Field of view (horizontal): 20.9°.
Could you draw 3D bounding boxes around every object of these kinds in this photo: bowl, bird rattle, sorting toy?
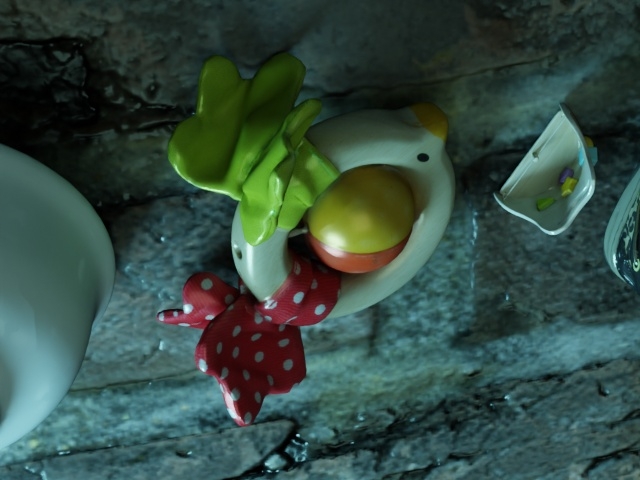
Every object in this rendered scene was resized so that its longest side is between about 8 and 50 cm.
[{"bbox_3d":[-0.278,0.070,1.111,0.297,0.134,0.298,-5,142,-4],"label":"bowl"},{"bbox_3d":[0.000,0.000,1.179,0.207,0.143,0.254,-15,124,-19],"label":"bird rattle"},{"bbox_3d":[0.167,-0.039,1.204,0.045,0.075,0.083,27,112,-21],"label":"sorting toy"}]

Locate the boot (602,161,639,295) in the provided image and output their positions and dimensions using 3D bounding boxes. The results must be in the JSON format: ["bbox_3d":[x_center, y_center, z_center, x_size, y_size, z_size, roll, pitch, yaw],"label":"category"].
[{"bbox_3d":[0.274,-0.034,1.163,0.085,0.179,0.236,12,117,-14],"label":"boot"}]
